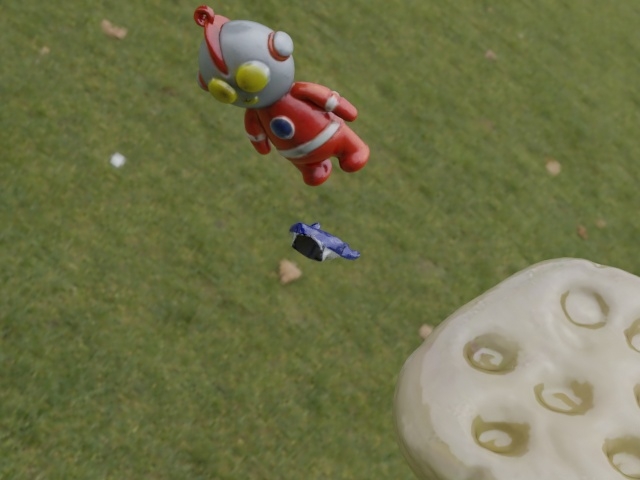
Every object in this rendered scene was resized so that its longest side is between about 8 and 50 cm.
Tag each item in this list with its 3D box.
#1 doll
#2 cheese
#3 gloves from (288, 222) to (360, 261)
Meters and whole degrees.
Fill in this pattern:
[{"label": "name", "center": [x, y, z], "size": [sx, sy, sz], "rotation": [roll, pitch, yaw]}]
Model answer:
[{"label": "doll", "center": [-0.049, -0.153, 1.181], "size": [0.245, 0.142, 0.076], "rotation": [45, 43, -33]}, {"label": "cheese", "center": [0.164, 0.121, 0.735], "size": [0.235, 0.117, 0.218], "rotation": [-10, 50, -11]}, {"label": "gloves", "center": [0.000, 0.000, 1.042], "size": [0.064, 0.026, 0.086], "rotation": [29, 11, 24]}]
